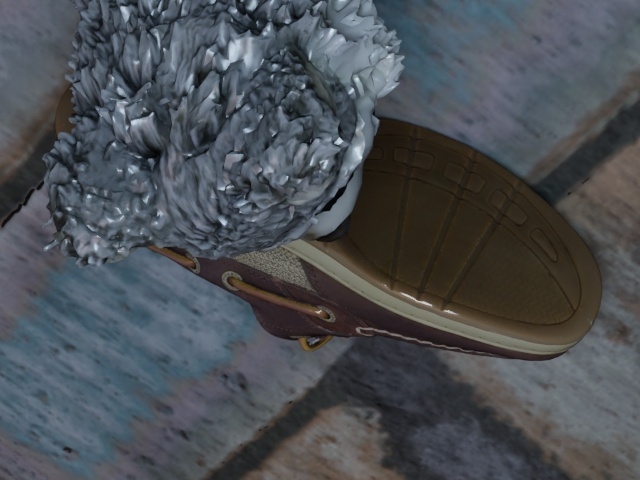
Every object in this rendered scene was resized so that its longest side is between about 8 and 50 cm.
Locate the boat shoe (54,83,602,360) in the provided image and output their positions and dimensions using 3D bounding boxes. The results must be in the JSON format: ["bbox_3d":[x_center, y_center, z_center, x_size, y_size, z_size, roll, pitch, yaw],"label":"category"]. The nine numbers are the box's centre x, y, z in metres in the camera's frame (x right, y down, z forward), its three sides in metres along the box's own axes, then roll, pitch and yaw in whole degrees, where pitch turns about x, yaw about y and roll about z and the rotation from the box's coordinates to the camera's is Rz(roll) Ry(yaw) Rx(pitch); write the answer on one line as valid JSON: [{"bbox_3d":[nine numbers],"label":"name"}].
[{"bbox_3d":[0.000,0.000,1.155,0.342,0.123,0.123,18,144,6],"label":"boat shoe"}]

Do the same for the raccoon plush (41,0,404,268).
[{"bbox_3d":[-0.115,-0.187,0.921,0.446,0.299,0.216,42,129,-14],"label":"raccoon plush"}]
